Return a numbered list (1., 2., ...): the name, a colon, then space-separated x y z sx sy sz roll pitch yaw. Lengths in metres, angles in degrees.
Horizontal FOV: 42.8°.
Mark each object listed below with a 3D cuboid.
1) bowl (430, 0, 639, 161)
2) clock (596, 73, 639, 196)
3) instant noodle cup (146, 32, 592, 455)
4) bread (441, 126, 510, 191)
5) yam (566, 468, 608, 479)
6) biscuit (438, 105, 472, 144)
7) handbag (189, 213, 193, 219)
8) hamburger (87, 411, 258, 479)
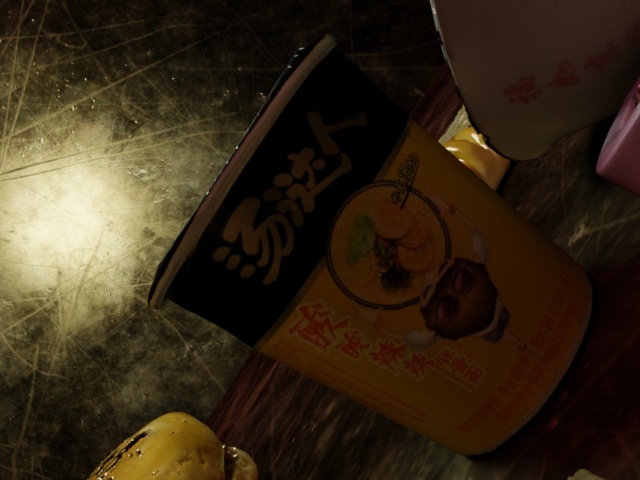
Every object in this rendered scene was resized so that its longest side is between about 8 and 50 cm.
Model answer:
1. bowl: 0.215 -0.231 0.597 0.157 0.346 0.346 1 44 34
2. clock: 0.224 -0.100 0.464 0.198 0.064 0.172 -56 -12 -16
3. instant noodle cup: 0.037 0.017 0.535 0.216 0.236 0.215 -55 4 5
4. bread: 0.150 -0.059 0.940 0.177 0.084 0.119 -53 3 -29
5. yam: 0.033 0.213 0.220 0.317 0.067 0.071 -56 -10 -21
6. biscuit: 0.190 -0.120 1.249 0.290 0.038 0.141 -57 5 6
7. handbag: 0.000 0.000 0.878 0.118 0.269 0.325 -58 4 -12
8. hamburger: -0.224 0.363 0.996 0.284 0.174 0.304 -41 8 11
